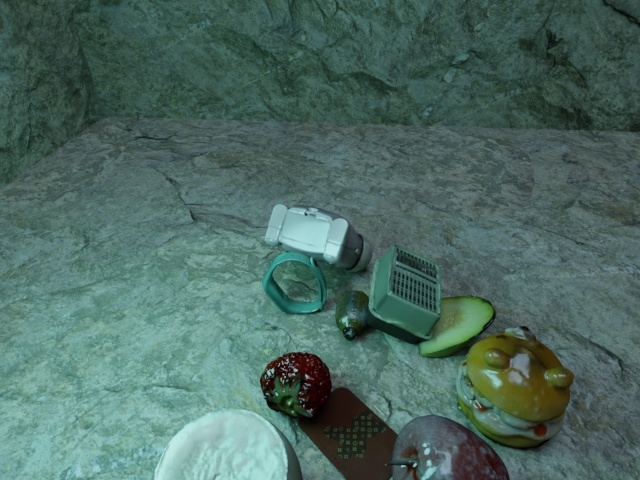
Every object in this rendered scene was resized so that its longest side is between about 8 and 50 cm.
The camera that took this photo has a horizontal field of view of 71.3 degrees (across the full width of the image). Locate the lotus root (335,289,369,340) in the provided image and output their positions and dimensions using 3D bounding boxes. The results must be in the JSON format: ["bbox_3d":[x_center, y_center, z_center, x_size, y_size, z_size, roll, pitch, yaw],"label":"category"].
[{"bbox_3d":[0.102,0.237,1.427,0.113,0.088,0.192,3,38,11],"label":"lotus root"}]

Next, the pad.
[{"bbox_3d":[0.082,0.499,1.140,0.181,0.004,0.267,-29,44,-31],"label":"pad"}]

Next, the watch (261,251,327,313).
[{"bbox_3d":[-0.076,0.147,1.463,0.195,0.237,0.068,-28,25,12],"label":"watch"}]

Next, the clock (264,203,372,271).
[{"bbox_3d":[0.000,0.000,1.601,0.342,0.326,0.183,21,83,23],"label":"clock"}]

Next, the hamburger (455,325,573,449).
[{"bbox_3d":[0.490,0.353,1.133,0.277,0.236,0.276,1,37,-1],"label":"hamburger"}]

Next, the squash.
[{"bbox_3d":[0.411,0.235,1.369,0.204,0.154,0.236,8,38,10],"label":"squash"}]

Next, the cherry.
[{"bbox_3d":[0.259,0.500,0.960,0.286,0.213,0.236,15,54,-16],"label":"cherry"}]

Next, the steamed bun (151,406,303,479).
[{"bbox_3d":[-0.194,0.530,0.937,0.325,0.206,0.324,1,38,-1],"label":"steamed bun"}]

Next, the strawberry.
[{"bbox_3d":[-0.052,0.371,1.186,0.184,0.187,0.201,47,32,5],"label":"strawberry"}]

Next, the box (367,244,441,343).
[{"bbox_3d":[0.263,0.167,1.413,0.221,0.166,0.290,26,37,-5],"label":"box"}]
